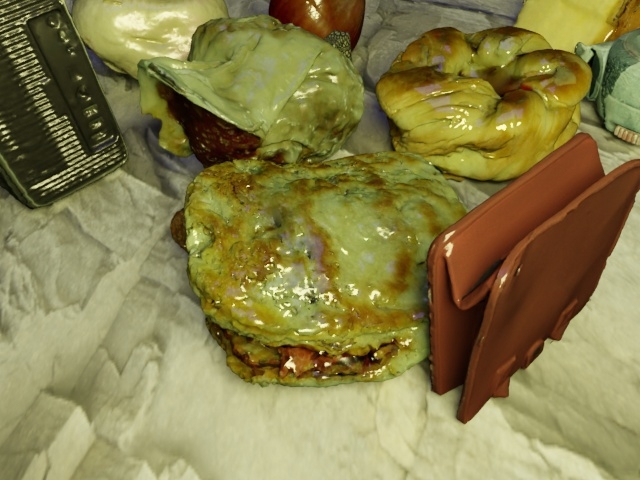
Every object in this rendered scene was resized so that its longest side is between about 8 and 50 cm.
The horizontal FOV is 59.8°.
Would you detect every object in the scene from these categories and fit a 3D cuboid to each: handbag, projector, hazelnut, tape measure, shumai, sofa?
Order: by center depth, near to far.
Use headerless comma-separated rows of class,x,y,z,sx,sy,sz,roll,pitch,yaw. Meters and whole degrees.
handbag,0.228,0.046,0.615,0.260,0.275,0.084,-34,50,-24
shumai,-0.103,-0.225,0.869,0.330,0.291,0.288,8,6,8
tape measure,0.604,-0.264,0.946,0.256,0.147,0.275,-13,42,-7
projector,-0.580,-0.310,0.992,0.242,0.395,0.405,-35,52,-25
sofa,0.035,-0.362,1.139,0.039,0.117,0.060,23,54,29
hazelnut,0.003,-0.499,1.212,0.230,0.229,0.229,-4,46,5

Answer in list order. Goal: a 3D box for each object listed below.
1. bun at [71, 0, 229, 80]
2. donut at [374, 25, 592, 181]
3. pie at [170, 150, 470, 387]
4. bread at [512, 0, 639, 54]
bun,-0.373,-0.467,1.243,0.361,0.213,0.361,5,36,-4
donut,0.269,-0.248,0.965,0.361,0.170,0.360,-4,44,4
pie,0.026,0.002,0.760,0.418,0.180,0.395,-16,44,-16
bread,0.529,-0.498,1.079,0.279,0.315,0.248,-35,49,-10
